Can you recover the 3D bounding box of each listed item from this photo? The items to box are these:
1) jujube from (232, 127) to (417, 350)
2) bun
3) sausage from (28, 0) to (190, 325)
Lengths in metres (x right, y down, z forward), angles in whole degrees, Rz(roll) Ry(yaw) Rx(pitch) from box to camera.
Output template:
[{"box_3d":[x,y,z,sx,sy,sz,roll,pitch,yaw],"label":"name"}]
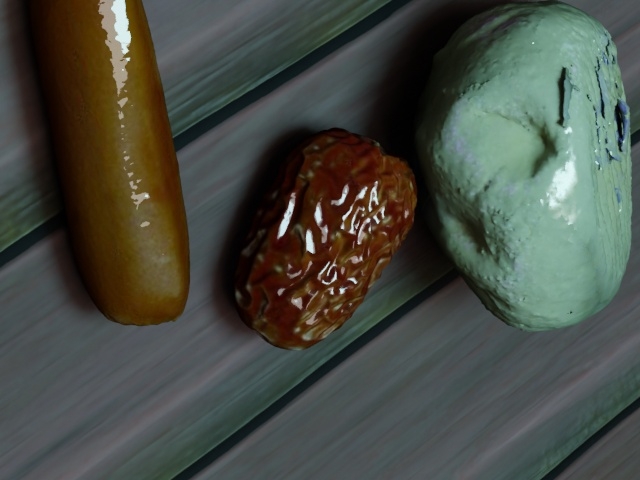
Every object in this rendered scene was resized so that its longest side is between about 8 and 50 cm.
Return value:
[{"box_3d":[0.000,0.000,1.340,0.112,0.109,0.176,30,97,-1],"label":"jujube"},{"box_3d":[0.166,-0.065,1.380,0.273,0.168,0.273,-3,90,-69],"label":"bun"},{"box_3d":[-0.148,-0.074,1.219,0.083,0.089,0.300,-20,115,-21],"label":"sausage"}]
